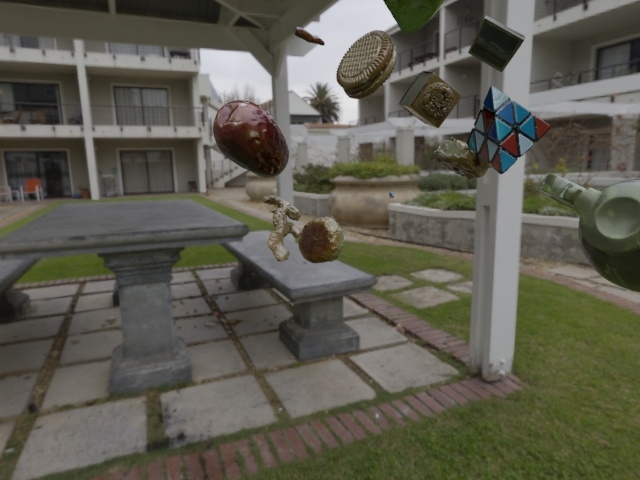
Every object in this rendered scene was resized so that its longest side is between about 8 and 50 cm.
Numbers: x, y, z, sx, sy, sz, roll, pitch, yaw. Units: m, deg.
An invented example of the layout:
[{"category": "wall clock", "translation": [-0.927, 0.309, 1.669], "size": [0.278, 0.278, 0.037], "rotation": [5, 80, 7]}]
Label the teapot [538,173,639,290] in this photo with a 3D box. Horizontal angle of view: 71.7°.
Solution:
[{"category": "teapot", "translation": [0.644, -0.059, 0.936], "size": [0.240, 0.321, 0.239], "rotation": [18, -43, -38]}]

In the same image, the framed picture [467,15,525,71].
[{"category": "framed picture", "translation": [0.758, -0.849, 1.924], "size": [0.189, 0.023, 0.260], "rotation": [34, -5, 7]}]

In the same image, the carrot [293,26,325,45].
[{"category": "carrot", "translation": [-0.039, -0.767, 1.676], "size": [0.036, 0.035, 0.165], "rotation": [9, 4, 43]}]

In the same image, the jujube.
[{"category": "jujube", "translation": [-0.237, -0.349, 1.561], "size": [0.223, 0.222, 0.318], "rotation": [4, -20, 27]}]

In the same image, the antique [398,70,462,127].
[{"category": "antique", "translation": [0.398, -0.511, 1.605], "size": [0.152, 0.146, 0.148], "rotation": [29, 16, -21]}]

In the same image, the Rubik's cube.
[{"category": "Rubik's cube", "translation": [0.614, -0.407, 1.441], "size": [0.250, 0.234, 0.284], "rotation": [-22, 31, 11]}]

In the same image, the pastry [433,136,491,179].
[{"category": "pastry", "translation": [0.557, -0.322, 1.742], "size": [0.229, 0.100, 0.218], "rotation": [30, 4, 24]}]

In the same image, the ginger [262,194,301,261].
[{"category": "ginger", "translation": [-0.127, -0.045, 1.590], "size": [0.150, 0.258, 0.065], "rotation": [3, -26, -31]}]

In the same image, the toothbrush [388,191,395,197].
[{"category": "toothbrush", "translation": [0.344, -0.215, 2.122], "size": [0.030, 0.030, 0.304], "rotation": [1, 4, 10]}]

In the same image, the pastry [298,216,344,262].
[{"category": "pastry", "translation": [0.000, 0.000, 1.778], "size": [0.193, 0.182, 0.093], "rotation": [-9, -8, 37]}]

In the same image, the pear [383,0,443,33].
[{"category": "pear", "translation": [0.342, -0.942, 1.513], "size": [0.342, 0.238, 0.318], "rotation": [43, -25, -31]}]

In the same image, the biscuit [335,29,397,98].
[{"category": "biscuit", "translation": [0.162, -0.630, 1.591], "size": [0.079, 0.259, 0.259], "rotation": [29, -12, -39]}]
